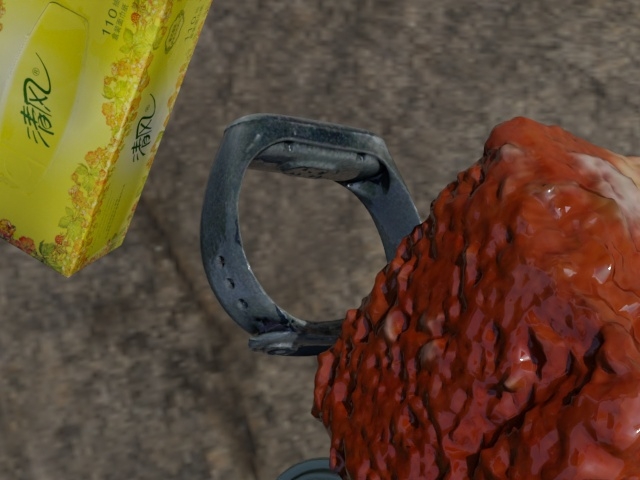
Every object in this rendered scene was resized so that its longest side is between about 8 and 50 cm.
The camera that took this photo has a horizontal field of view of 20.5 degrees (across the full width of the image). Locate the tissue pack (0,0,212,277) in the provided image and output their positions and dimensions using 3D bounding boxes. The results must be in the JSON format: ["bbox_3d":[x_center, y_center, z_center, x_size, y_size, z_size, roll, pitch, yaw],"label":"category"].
[{"bbox_3d":[-0.131,-0.081,0.926,0.095,0.062,0.176,30,117,12],"label":"tissue pack"}]

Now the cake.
[{"bbox_3d":[0.206,0.115,1.147,0.270,0.319,0.269,-56,36,30],"label":"cake"}]

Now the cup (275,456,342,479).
[{"bbox_3d":[0.011,0.259,1.693,0.120,0.141,0.120,0,93,9],"label":"cup"}]

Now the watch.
[{"bbox_3d":[0.000,0.000,1.390,0.068,0.206,0.193,-28,62,46],"label":"watch"}]
